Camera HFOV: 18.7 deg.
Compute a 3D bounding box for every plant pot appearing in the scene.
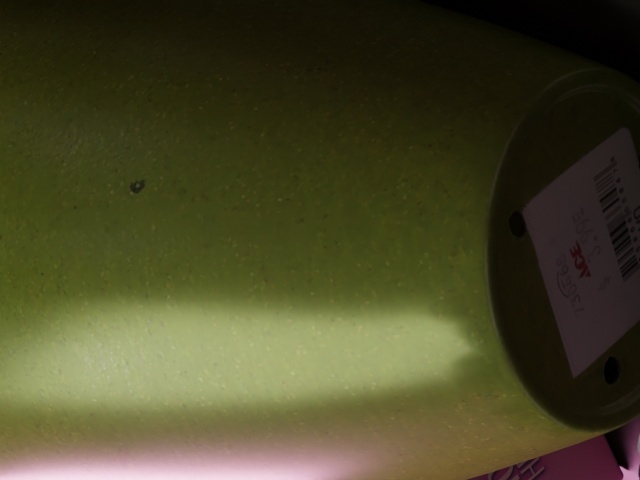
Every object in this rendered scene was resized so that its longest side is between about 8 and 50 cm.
[{"bbox_3d":[0.000,0.000,0.817,0.293,0.275,0.275,0,137,45],"label":"plant pot"}]

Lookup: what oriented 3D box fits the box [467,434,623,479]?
[{"bbox_3d":[0.027,0.070,1.129,0.243,0.117,0.213,31,160,40],"label":"box"}]

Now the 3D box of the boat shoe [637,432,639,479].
[{"bbox_3d":[0.197,0.062,0.729,0.114,0.091,0.302,40,165,10],"label":"boat shoe"}]
